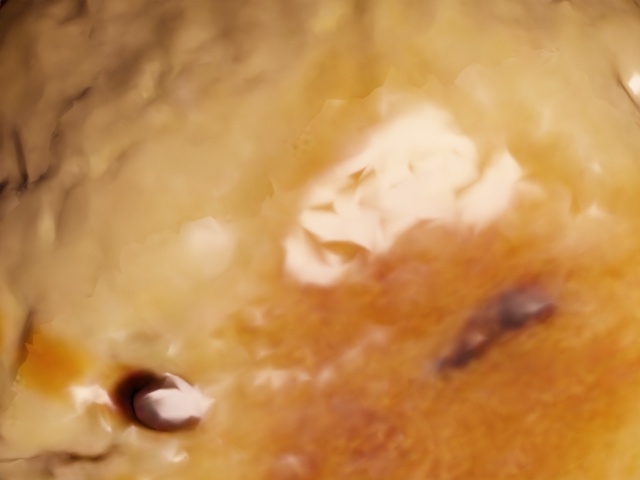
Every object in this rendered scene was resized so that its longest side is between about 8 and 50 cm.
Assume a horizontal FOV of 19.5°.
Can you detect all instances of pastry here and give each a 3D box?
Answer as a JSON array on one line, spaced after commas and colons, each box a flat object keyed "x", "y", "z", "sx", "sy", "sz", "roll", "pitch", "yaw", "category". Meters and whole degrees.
[{"x": 0.000, "y": 0.000, "z": 0.848, "sx": 0.389, "sy": 0.312, "sz": 0.388, "roll": -5, "pitch": 115, "yaw": -10, "category": "pastry"}]
